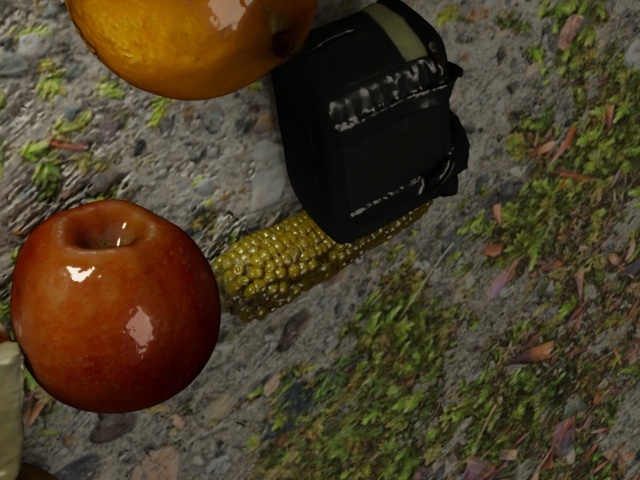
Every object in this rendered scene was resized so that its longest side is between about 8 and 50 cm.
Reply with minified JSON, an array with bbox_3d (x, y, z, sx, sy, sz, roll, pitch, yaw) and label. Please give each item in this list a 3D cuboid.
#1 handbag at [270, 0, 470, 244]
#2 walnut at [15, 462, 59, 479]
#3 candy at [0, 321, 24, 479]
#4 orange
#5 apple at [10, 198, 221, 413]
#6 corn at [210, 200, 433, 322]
[{"bbox_3d":[0.054,-0.138,1.735,0.181,0.181,0.254,-24,134,-16],"label":"handbag"},{"bbox_3d":[-0.342,0.349,1.763,0.165,0.165,0.197,-27,139,-24],"label":"walnut"},{"bbox_3d":[-0.460,0.193,1.564,0.321,0.135,0.179,-19,131,-28],"label":"candy"},{"bbox_3d":[-0.116,-0.250,1.449,0.246,0.246,0.246,-23,132,-28],"label":"orange"},{"bbox_3d":[-0.215,0.071,1.626,0.218,0.218,0.201,-18,125,-31],"label":"apple"},{"bbox_3d":[0.000,0.000,1.854,0.320,0.097,0.097,-29,135,-23],"label":"corn"}]
